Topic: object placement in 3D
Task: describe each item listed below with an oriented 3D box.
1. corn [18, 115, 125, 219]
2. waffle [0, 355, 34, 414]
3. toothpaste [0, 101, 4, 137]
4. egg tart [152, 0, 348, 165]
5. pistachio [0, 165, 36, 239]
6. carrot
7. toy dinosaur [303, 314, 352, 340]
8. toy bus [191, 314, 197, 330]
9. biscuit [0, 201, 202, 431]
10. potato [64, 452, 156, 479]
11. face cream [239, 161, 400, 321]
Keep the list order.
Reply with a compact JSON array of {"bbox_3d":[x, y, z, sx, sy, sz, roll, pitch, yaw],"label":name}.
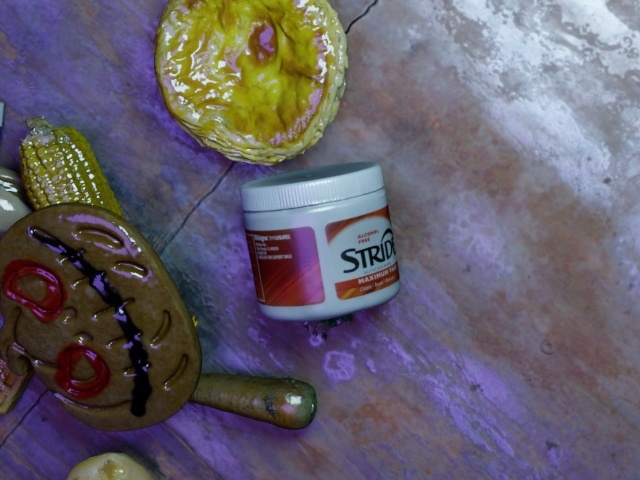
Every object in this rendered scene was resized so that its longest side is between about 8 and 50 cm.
[{"bbox_3d":[-0.357,-0.037,1.749,0.119,0.119,0.322,-22,95,18],"label":"corn"},{"bbox_3d":[-0.502,0.174,1.877,0.125,0.032,0.191,34,105,8],"label":"waffle"},{"bbox_3d":[-0.500,-0.173,1.813,0.024,0.015,0.083,20,110,18],"label":"toothpaste"},{"bbox_3d":[-0.091,-0.251,1.639,0.294,0.116,0.295,3,102,16],"label":"egg tart"},{"bbox_3d":[-0.529,-0.056,1.793,0.226,0.136,0.136,5,102,6],"label":"pistachio"},{"bbox_3d":[-0.149,0.232,1.776,0.298,0.078,0.078,5,102,18],"label":"carrot"},{"bbox_3d":[-0.012,0.101,1.738,0.119,0.029,0.060,36,92,11],"label":"toy dinosaur"},{"bbox_3d":[-0.254,0.172,1.788,0.162,0.069,0.074,-23,103,20],"label":"toy bus"},{"bbox_3d":[-0.344,0.124,1.715,0.314,0.063,0.367,-20,109,20],"label":"biscuit"},{"bbox_3d":[-0.311,0.442,1.829,0.150,0.146,0.234,-27,95,48],"label":"potato"},{"bbox_3d":[0.000,0.000,1.618,0.201,0.201,0.187,-7,99,16],"label":"face cream"}]
